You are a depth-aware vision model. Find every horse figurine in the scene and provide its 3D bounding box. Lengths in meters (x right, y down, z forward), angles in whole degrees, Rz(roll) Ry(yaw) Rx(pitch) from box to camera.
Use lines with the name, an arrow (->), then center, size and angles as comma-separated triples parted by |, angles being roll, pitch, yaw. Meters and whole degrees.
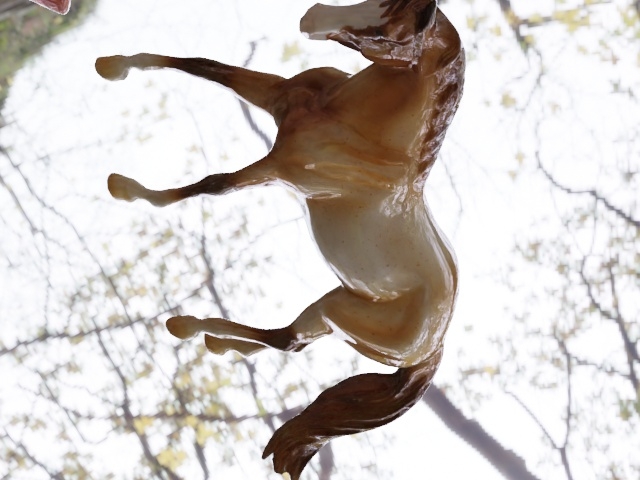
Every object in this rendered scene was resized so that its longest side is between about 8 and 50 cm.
horse figurine -> 0.000, 0.000, 0.593 | 0.175, 0.263, 0.066 | -3, -145, 19

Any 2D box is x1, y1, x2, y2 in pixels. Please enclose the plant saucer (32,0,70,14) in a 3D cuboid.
plant saucer -> -0.286, -0.317, 0.925 | 0.048, 0.258, 0.259 | -32, -121, 28
